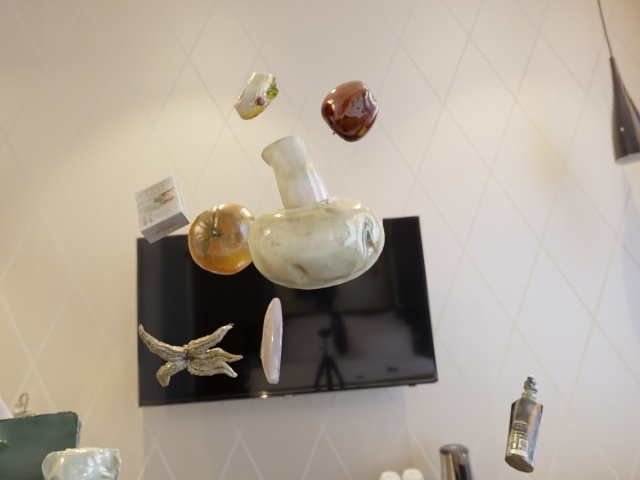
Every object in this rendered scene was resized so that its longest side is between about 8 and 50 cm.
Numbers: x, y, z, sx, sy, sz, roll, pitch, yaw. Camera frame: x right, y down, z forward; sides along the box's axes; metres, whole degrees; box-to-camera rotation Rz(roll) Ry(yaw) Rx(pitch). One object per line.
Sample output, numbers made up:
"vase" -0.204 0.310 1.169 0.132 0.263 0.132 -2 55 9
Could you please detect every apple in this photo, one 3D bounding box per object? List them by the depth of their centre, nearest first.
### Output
"apple" 0.121 -0.507 1.651 0.233 0.234 0.234 -5 -10 -1

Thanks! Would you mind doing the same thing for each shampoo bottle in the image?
"shampoo bottle" 0.451 0.395 0.916 0.057 0.208 0.064 21 -45 18

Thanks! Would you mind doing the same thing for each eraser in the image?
"eraser" -0.155 0.331 1.289 0.059 0.243 0.205 5 -56 -9

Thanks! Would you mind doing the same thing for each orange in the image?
"orange" -0.309 -0.010 1.346 0.239 0.241 0.171 -5 -16 2

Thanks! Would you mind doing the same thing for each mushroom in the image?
"mushroom" -0.035 -0.023 0.964 0.356 0.315 0.315 38 10 25

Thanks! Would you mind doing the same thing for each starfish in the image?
"starfish" -0.397 0.358 1.343 0.293 0.302 0.084 -4 31 -3

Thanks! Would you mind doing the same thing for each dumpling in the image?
"dumpling" -0.600 0.590 1.037 0.169 0.134 0.099 15 -28 -32

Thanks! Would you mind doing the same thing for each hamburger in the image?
"hamburger" -0.241 -0.544 1.580 0.116 0.210 0.173 34 -46 -20

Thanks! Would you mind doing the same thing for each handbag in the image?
"handbag" -0.825 0.630 1.175 0.247 0.260 0.079 3 -38 -25

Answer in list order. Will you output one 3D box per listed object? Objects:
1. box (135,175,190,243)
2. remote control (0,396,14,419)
"box" -0.537 -0.110 1.410 0.149 0.233 0.067 -29 -44 -3
"remote control" -1.116 0.565 1.320 0.103 0.332 0.221 -50 -18 12
